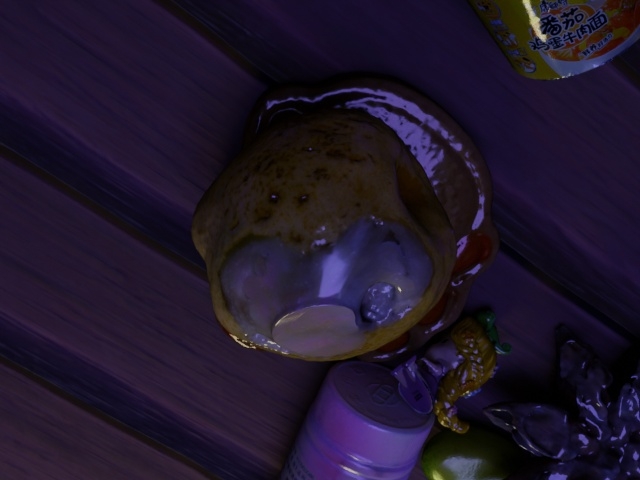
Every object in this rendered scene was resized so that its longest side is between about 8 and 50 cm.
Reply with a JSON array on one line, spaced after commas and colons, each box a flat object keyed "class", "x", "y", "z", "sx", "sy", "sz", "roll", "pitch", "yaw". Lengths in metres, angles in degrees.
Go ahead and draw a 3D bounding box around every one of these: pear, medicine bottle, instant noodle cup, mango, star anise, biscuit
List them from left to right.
[{"class": "pear", "x": 0.000, "y": 0.000, "z": 1.024, "sx": 0.271, "sy": 0.271, "sz": 0.271, "roll": -1, "pitch": 116, "yaw": -2}, {"class": "biscuit", "x": 0.026, "y": -0.007, "z": 1.177, "sx": 0.359, "sy": 0.074, "sz": 0.381, "roll": 37, "pitch": 106, "yaw": -16}, {"class": "medicine bottle", "x": 0.031, "y": 0.295, "z": 1.273, "sx": 0.152, "sy": 0.152, "sz": 0.254, "roll": 18, "pitch": 113, "yaw": -11}, {"class": "mango", "x": 0.214, "y": 0.310, "z": 1.322, "sx": 0.117, "sy": 0.089, "sz": 0.163, "roll": -39, "pitch": 112, "yaw": 10}, {"class": "instant noodle cup", "x": 0.232, "y": -0.265, "z": 0.992, "sx": 0.205, "sy": 0.205, "sz": 0.153, "roll": -27, "pitch": 124, "yaw": 10}, {"class": "star anise", "x": 0.361, "y": 0.270, "z": 1.257, "sx": 0.332, "sy": 0.117, "sz": 0.331, "roll": 0, "pitch": 93, "yaw": -5}]

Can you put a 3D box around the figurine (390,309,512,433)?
[{"class": "figurine", "x": 0.179, "y": 0.162, "z": 1.228, "sx": 0.156, "sy": 0.095, "sz": 0.115, "roll": -33, "pitch": 91, "yaw": -32}]
